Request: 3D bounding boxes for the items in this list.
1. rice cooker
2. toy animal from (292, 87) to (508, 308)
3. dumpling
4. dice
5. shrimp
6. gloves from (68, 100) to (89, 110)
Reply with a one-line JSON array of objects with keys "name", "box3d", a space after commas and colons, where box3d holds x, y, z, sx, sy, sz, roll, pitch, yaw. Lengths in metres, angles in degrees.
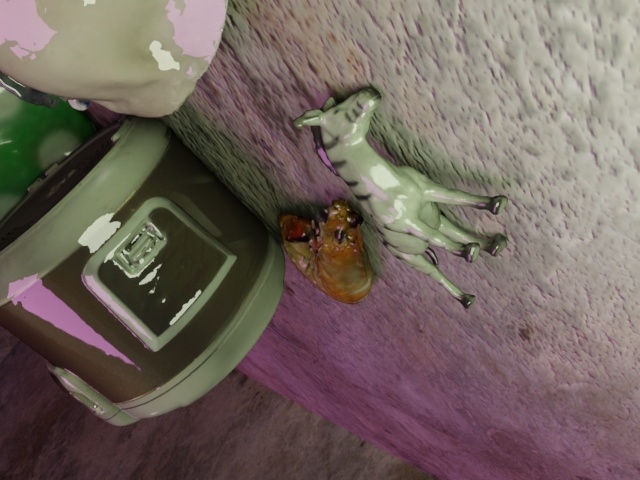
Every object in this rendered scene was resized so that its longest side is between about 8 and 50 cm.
[{"name": "rice cooker", "box3d": [-0.230, 0.045, 0.844, 0.325, 0.335, 0.335, 49, 156, -26]}, {"name": "toy animal", "box3d": [0.074, -0.031, 0.584, 0.176, 0.073, 0.217, 31, 166, 25]}, {"name": "dumpling", "box3d": [-0.197, -0.207, 0.471, 0.205, 0.163, 0.293, 12, 140, 55]}, {"name": "dice", "box3d": [-0.526, -0.118, 0.985, 0.287, 0.297, 0.300, 7, 147, 48]}, {"name": "shrimp", "box3d": [0.000, 0.000, 0.794, 0.152, 0.063, 0.287, 40, 164, 17]}, {"name": "gloves", "box3d": [-0.281, -0.209, 0.633, 0.229, 0.119, 0.097, 47, 133, 22]}]
